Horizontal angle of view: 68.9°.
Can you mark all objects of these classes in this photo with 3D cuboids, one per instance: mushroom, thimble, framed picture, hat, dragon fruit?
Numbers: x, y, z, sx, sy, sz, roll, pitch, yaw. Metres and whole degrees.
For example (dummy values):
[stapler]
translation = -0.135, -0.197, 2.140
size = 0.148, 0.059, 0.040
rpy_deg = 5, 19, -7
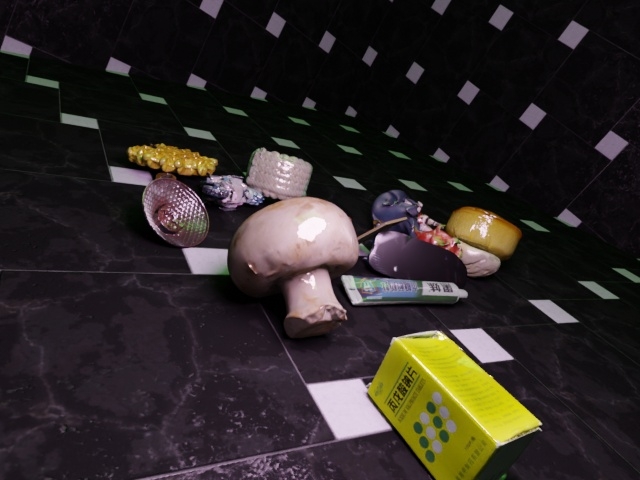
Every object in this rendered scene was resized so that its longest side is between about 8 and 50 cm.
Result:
[mushroom]
translation = -0.046, 0.064, 1.010
size = 0.297, 0.297, 0.290
rpy_deg = -2, 67, -40
[thimble]
translation = -0.143, -0.215, 1.567
size = 0.219, 0.150, 0.219
rpy_deg = 17, 5, -2
[framed picture]
translation = 0.147, -0.016, 1.386
size = 0.136, 0.201, 0.010
rpy_deg = -16, 79, -53
[hat]
translation = -0.383, -0.056, 1.184
size = 0.193, 0.082, 0.193
rpy_deg = 32, 43, -36
[dragon fruit]
translation = 0.329, 0.024, 1.476
size = 0.235, 0.135, 0.137
rpy_deg = 4, 47, 12

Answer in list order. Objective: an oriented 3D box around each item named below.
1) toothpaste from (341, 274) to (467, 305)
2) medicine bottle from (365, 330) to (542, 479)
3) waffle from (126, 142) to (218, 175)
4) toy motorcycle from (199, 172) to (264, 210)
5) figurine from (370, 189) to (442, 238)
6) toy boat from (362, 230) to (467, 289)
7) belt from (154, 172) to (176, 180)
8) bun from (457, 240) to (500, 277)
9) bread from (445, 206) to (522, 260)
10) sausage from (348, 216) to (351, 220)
[toothpaste]
translation = 0.239, 0.137, 1.251
size = 0.392, 0.061, 0.099
rpy_deg = 5, 40, -26
[medicine bottle]
translation = 0.217, 0.288, 0.804
size = 0.141, 0.137, 0.250
rpy_deg = 0, 31, -38
[waffle]
translation = -0.491, -0.268, 1.547
size = 0.309, 0.065, 0.283
rpy_deg = 5, 18, -40
[toy motorcycle]
translation = -0.264, -0.150, 1.432
size = 0.204, 0.108, 0.239
rpy_deg = 11, 25, -19
[figurine]
translation = 0.288, -0.074, 1.629
size = 0.197, 0.175, 0.265
rpy_deg = 5, 19, -19
[toy boat]
translation = 0.281, 0.071, 1.382
size = 0.298, 0.134, 0.092
rpy_deg = 21, -10, -5
[belt]
translation = -0.475, -0.183, 1.435
size = 0.059, 0.036, 0.083
rpy_deg = 19, 23, -3
[bun]
translation = 0.497, 0.068, 1.554
size = 0.183, 0.102, 0.183
rpy_deg = 23, 3, -1
[bread]
translation = 0.583, -0.024, 1.682
size = 0.269, 0.148, 0.270
rpy_deg = 26, -6, 3
[sausage]
translation = -0.016, -0.048, 1.449
size = 0.304, 0.078, 0.078
rpy_deg = -6, 34, -47
